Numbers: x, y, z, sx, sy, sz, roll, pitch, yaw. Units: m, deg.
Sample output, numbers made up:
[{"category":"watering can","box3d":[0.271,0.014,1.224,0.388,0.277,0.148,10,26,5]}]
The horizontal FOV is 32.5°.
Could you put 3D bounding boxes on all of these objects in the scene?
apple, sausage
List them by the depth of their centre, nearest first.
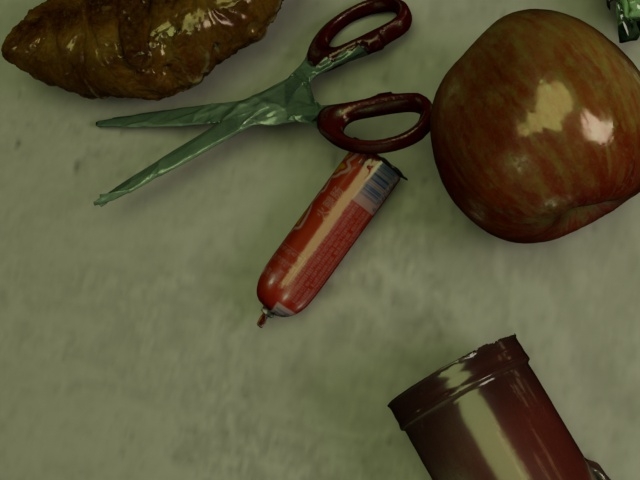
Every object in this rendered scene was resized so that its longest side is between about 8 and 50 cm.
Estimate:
[{"category":"apple","box3d":[0.139,-0.072,0.690,0.146,0.146,0.130,-27,78,3]},{"category":"sausage","box3d":[0.000,0.000,0.754,0.048,0.050,0.145,35,90,-17]}]

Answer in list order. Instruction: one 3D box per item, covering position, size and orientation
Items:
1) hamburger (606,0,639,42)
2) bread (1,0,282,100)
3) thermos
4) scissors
[{"category":"hamburger","box3d":[0.295,-0.267,0.706,0.276,0.150,0.260,2,80,10]},{"category":"bread","box3d":[-0.111,-0.152,0.787,0.233,0.076,0.104,-18,57,10]},{"category":"thermos","box3d":[0.141,0.178,0.669,0.124,0.099,0.232,-20,73,-35]},{"category":"scissors","box3d":[-0.047,-0.091,0.773,0.248,0.017,0.144,-16,50,10]}]
